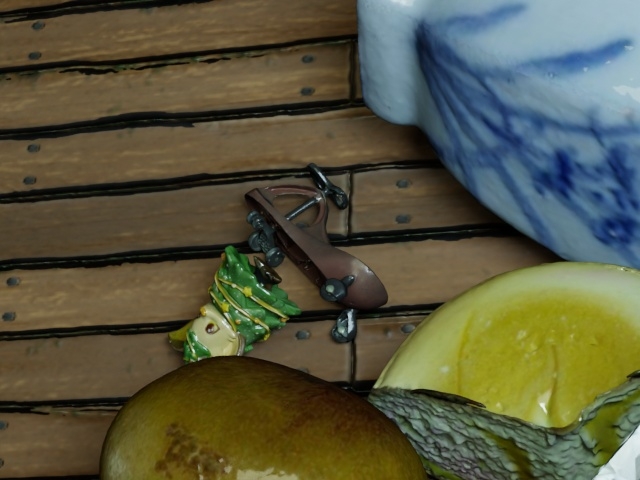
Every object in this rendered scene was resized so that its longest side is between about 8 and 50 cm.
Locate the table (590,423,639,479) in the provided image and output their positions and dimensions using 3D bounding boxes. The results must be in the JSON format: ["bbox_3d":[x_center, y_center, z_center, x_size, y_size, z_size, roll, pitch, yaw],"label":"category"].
[{"bbox_3d":[0.308,0.221,0.907,0.272,0.335,0.222,37,79,27],"label":"table"}]

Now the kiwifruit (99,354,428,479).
[{"bbox_3d":[-0.043,0.176,1.101,0.234,0.196,0.196,26,74,20],"label":"kiwifruit"}]

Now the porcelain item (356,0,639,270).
[{"bbox_3d":[0.222,-0.093,1.139,0.405,0.242,0.178,27,56,27],"label":"porcelain item"}]

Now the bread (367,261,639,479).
[{"bbox_3d":[0.178,0.100,1.109,0.261,0.158,0.156,10,56,37],"label":"bread"}]

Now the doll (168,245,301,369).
[{"bbox_3d":[-0.064,0.067,1.250,0.113,0.077,0.078,-63,35,14],"label":"doll"}]

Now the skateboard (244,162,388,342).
[{"bbox_3d":[0.000,0.000,1.257,0.080,0.067,0.151,-36,57,-14],"label":"skateboard"}]
